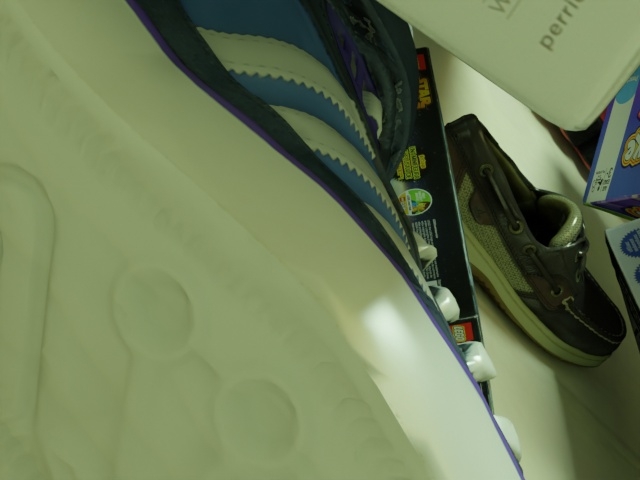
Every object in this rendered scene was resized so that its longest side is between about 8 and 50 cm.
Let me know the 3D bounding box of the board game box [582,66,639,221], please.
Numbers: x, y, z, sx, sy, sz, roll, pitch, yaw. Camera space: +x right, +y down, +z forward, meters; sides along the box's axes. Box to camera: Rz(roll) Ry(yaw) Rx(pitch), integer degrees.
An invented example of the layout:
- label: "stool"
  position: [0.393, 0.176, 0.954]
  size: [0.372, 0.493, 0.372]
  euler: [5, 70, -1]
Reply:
- label: "board game box"
  position: [0.332, -0.008, 0.784]
  size: [0.347, 0.078, 0.233]
  euler: [18, -6, -11]

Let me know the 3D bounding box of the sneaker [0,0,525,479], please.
- label: "sneaker"
  position: [-0.001, 0.000, 0.473]
  size: [0.323, 0.130, 0.236]
  euler: [54, 30, 7]

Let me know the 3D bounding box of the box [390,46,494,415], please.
- label: "box"
  position: [0.041, 0.009, 0.602]
  size: [0.094, 0.027, 0.137]
  euler: [77, 6, -46]

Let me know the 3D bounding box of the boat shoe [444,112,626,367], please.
- label: "boat shoe"
  position: [0.093, 0.002, 0.720]
  size: [0.152, 0.049, 0.056]
  euler: [39, 29, -34]

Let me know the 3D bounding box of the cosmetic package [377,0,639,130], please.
- label: "cosmetic package"
  position: [-0.031, -0.216, 0.415]
  size: [0.385, 0.156, 0.217]
  euler: [35, 25, 7]

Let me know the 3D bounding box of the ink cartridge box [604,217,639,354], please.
- label: "ink cartridge box"
  position: [0.175, 0.084, 0.683]
  size: [0.207, 0.046, 0.097]
  euler: [-103, 172, -53]

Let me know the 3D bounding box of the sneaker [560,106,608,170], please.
- label: "sneaker"
  position: [0.120, -0.169, 0.923]
  size: [0.314, 0.116, 0.136]
  euler: [57, 15, -15]
